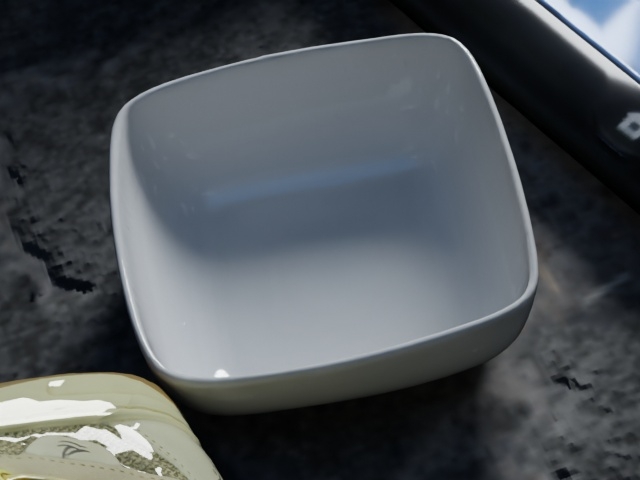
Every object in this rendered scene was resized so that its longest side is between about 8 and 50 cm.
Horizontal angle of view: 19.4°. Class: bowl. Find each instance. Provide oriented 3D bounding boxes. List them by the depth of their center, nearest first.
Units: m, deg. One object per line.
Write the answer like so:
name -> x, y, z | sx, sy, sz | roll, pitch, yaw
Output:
bowl -> 0.000, 0.000, 0.667 | 0.142, 0.053, 0.142 | -11, 52, -1

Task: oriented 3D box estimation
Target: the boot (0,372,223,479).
boot -> -0.109, 0.134, 0.496 | 0.262, 0.095, 0.203 | -9, 34, -32

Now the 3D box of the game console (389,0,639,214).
game console -> 0.237, -0.121, 0.723 | 0.342, 0.060, 0.386 | -33, 55, -17
